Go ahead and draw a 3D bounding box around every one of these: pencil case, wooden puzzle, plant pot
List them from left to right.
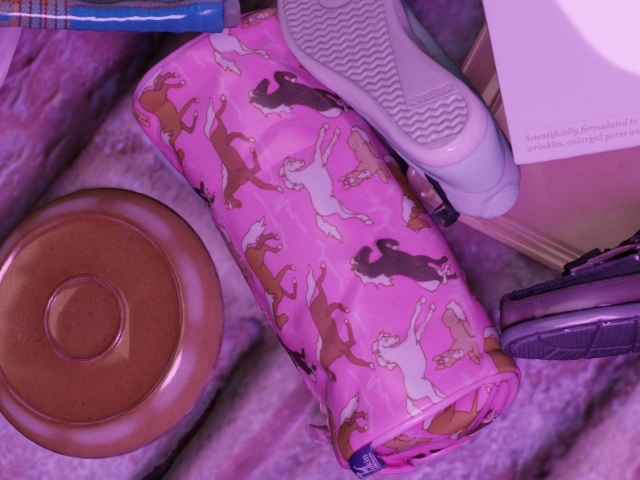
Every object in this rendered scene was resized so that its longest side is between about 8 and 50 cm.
[{"bbox_3d":[-0.199,0.069,1.627,0.236,0.032,0.236,-3,82,18],"label":"plant pot"},{"bbox_3d":[0.000,0.000,1.510,0.167,0.160,0.386,-27,74,-10],"label":"pencil case"},{"bbox_3d":[0.219,-0.084,1.515,0.238,0.044,0.221,28,91,14],"label":"wooden puzzle"}]

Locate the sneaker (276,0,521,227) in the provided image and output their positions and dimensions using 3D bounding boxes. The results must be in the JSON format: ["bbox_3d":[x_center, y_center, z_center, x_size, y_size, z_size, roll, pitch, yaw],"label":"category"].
[{"bbox_3d":[0.061,-0.114,1.470,0.094,0.151,0.256,-37,54,3],"label":"sneaker"}]

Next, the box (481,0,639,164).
[{"bbox_3d":[0.217,-0.170,1.409,0.181,0.119,0.182,-9,109,12],"label":"box"}]

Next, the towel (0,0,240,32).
[{"bbox_3d":[-0.258,-0.244,1.518,0.370,0.271,0.040,1,124,-12],"label":"towel"}]

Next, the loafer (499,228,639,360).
[{"bbox_3d":[0.277,0.024,1.431,0.302,0.109,0.095,-9,70,-2],"label":"loafer"}]

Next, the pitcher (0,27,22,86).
[{"bbox_3d":[-0.339,-0.160,1.613,0.125,0.207,0.178,1,84,18],"label":"pitcher"}]
